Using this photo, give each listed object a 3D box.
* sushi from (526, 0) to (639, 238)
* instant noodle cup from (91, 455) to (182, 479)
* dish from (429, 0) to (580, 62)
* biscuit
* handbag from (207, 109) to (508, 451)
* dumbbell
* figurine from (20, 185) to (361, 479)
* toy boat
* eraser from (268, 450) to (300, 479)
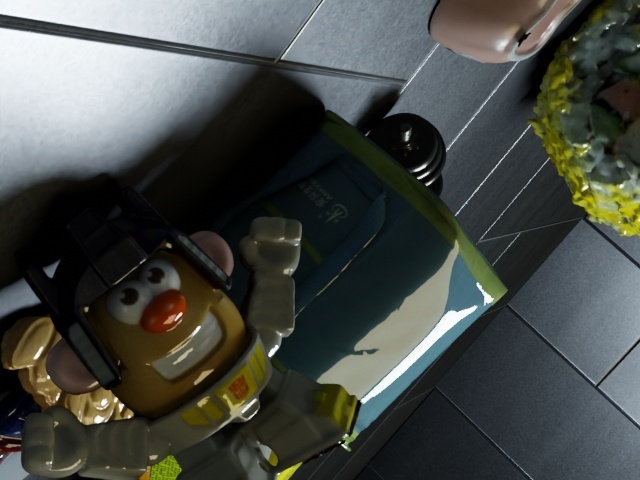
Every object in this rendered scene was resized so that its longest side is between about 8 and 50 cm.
[{"bbox_3d":[0.522,-0.197,1.742,0.396,0.351,0.240,-46,164,-9],"label":"sushi"},{"bbox_3d":[-0.214,0.304,1.475,0.168,0.168,0.185,-27,162,-51],"label":"instant noodle cup"},{"bbox_3d":[0.222,-0.268,1.272,0.213,0.090,0.213,-42,165,-14],"label":"dish"},{"bbox_3d":[-0.197,0.130,1.091,0.250,0.035,0.162,34,62,-54],"label":"biscuit"},{"bbox_3d":[0.014,0.036,1.185,0.241,0.263,0.222,-45,142,-4],"label":"handbag"},{"bbox_3d":[0.097,-0.085,1.387,0.099,0.099,0.208,-42,163,-14],"label":"dumbbell"},{"bbox_3d":[-0.118,0.097,0.973,0.143,0.308,0.308,-32,178,44],"label":"figurine"},{"bbox_3d":[-0.284,0.211,1.200,0.219,0.072,0.318,-28,160,-41],"label":"toy boat"},{"bbox_3d":[-0.072,0.240,1.646,0.226,0.158,0.069,-52,166,22],"label":"eraser"}]
